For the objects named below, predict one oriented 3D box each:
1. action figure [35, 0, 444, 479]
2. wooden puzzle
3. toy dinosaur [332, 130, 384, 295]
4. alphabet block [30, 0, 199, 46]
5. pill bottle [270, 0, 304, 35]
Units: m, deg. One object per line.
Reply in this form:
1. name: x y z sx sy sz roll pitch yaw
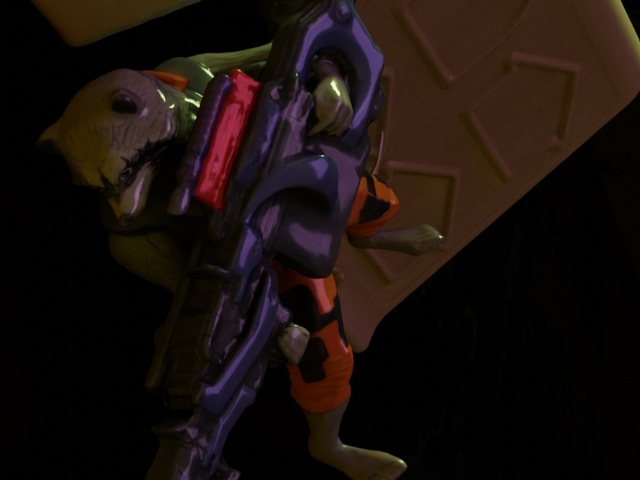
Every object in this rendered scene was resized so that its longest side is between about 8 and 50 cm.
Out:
1. action figure: -0.057 0.027 1.159 0.330 0.178 0.341 48 56 -43
2. wooden puzzle: 0.076 -0.114 1.460 0.080 0.348 0.322 43 -4 37
3. toy dinosaur: 0.000 0.000 1.348 0.183 0.053 0.093 -34 146 -38
4. alphabet block: -0.120 -0.265 1.123 0.197 0.192 0.193 53 21 -51
5. pill bottle: -0.010 -0.331 1.514 0.224 0.224 0.392 -79 146 -62
